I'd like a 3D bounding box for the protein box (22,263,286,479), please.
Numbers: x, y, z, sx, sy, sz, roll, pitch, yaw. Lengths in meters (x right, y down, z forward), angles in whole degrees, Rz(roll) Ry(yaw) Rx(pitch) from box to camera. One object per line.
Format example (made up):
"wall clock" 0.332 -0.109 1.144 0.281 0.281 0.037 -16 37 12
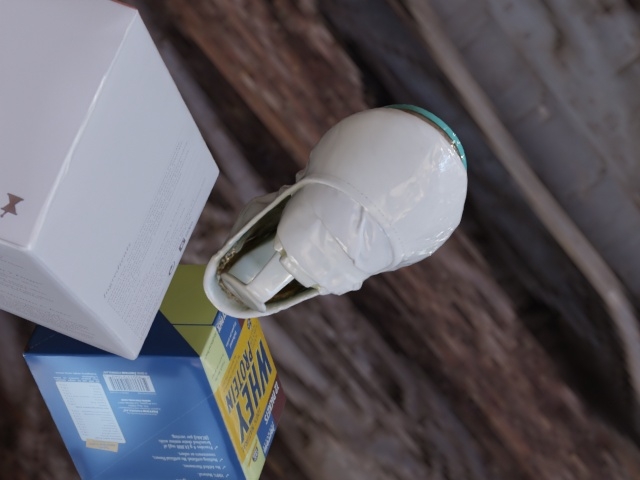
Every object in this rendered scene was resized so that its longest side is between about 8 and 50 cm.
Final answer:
"protein box" -0.167 0.142 1.900 0.200 0.201 0.136 0 -138 20

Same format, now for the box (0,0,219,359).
"box" -0.220 -0.060 1.270 0.345 0.215 0.168 71 41 -75

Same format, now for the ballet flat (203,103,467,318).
"ballet flat" 0.000 0.000 1.573 0.139 0.139 0.400 -46 -173 -24
